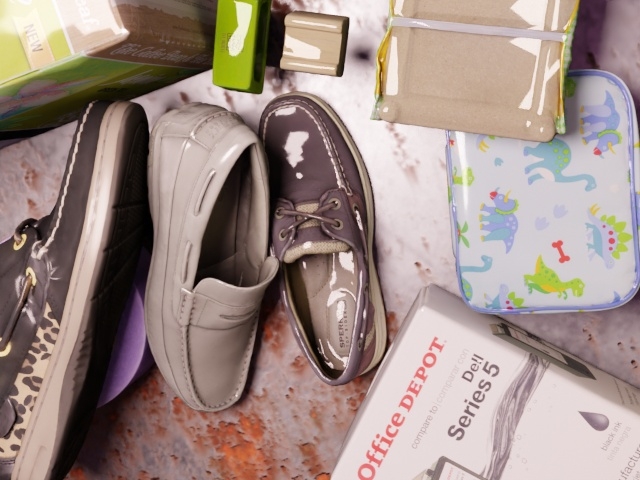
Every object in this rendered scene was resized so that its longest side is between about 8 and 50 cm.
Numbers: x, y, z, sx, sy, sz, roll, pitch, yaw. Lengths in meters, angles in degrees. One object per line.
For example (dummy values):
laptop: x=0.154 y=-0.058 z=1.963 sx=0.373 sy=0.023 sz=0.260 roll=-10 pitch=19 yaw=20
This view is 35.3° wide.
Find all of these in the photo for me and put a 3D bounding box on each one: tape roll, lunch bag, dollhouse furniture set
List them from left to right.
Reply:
tape roll: x=-0.253 y=0.075 z=1.014 sx=0.188 sy=0.080 sz=0.189 roll=2 pitch=99 yaw=10
dollhouse furniture set: x=0.075 y=-0.209 z=0.880 sx=0.301 sy=0.151 sz=0.198 roll=9 pitch=105 yaw=9
lunch bag: x=0.204 y=-0.043 z=0.912 sx=0.176 sy=0.090 sz=0.219 roll=-5 pitch=96 yaw=11

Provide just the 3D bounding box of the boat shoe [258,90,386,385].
boat shoe: x=0.000 y=0.000 z=0.952 sx=0.102 sy=0.092 sz=0.285 roll=-9 pitch=97 yaw=11

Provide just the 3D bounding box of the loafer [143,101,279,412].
loafer: x=-0.097 y=0.033 z=0.928 sx=0.111 sy=0.112 sz=0.320 roll=26 pitch=129 yaw=39

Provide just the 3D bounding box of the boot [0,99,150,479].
boot: x=-0.320 y=0.027 z=0.906 sx=0.284 sy=0.138 sz=0.378 roll=17 pitch=106 yaw=3

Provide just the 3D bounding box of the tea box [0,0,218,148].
tea box: x=-0.279 y=-0.209 z=0.847 sx=0.323 sy=0.329 sz=0.220 roll=-19 pitch=95 yaw=12

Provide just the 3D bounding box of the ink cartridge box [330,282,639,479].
ink cartridge box: x=0.172 y=0.193 z=0.941 sx=0.272 sy=0.115 sz=0.198 roll=27 pitch=102 yaw=5
